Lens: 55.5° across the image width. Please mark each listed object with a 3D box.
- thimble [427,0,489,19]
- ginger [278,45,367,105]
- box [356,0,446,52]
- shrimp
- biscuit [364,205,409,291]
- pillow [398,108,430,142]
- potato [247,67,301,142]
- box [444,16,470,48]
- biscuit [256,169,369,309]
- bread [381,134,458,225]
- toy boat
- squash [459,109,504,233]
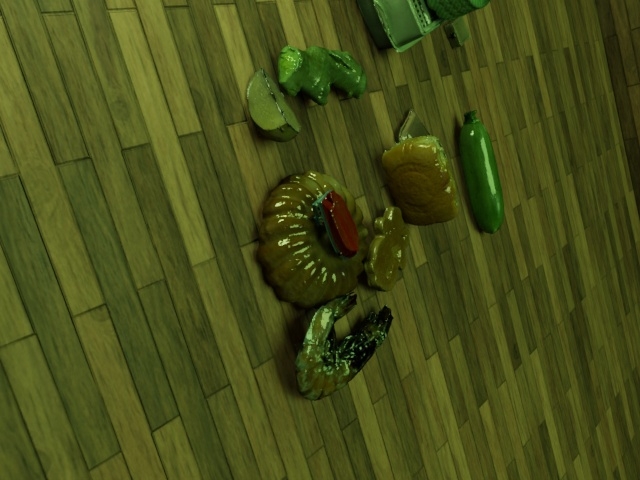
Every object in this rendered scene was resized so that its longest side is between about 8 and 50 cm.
[{"bbox_3d":[0.348,-0.683,1.540,0.219,0.150,0.219,7,80,-46],"label":"thimble"},{"bbox_3d":[0.008,-0.392,1.451,0.290,0.089,0.137,-23,83,-49],"label":"ginger"},{"bbox_3d":[0.240,-0.653,1.652,0.290,0.166,0.220,-44,115,-39],"label":"box"},{"bbox_3d":[0.062,0.217,1.399,0.365,0.071,0.233,-34,128,-41],"label":"shrimp"},{"bbox_3d":[0.171,0.029,1.571,0.184,0.035,0.249,58,42,-39],"label":"biscuit"},{"bbox_3d":[0.293,-0.265,1.754,0.211,0.034,0.135,50,50,-31],"label":"pillow"},{"bbox_3d":[-0.113,-0.275,1.332,0.101,0.089,0.172,28,32,-61],"label":"potato"},{"bbox_3d":[0.437,-0.665,1.943,0.083,0.035,0.079,-45,116,-38],"label":"box"},{"bbox_3d":[0.000,0.000,1.383,0.326,0.107,0.325,7,80,-48],"label":"biscuit"},{"bbox_3d":[0.270,-0.158,1.618,0.121,0.174,0.245,-45,124,-43],"label":"bread"},{"bbox_3d":[0.034,-0.029,1.309,0.069,0.059,0.173,-48,124,-38],"label":"toy boat"},{"bbox_3d":[0.503,-0.208,1.904,0.107,0.107,0.395,-20,100,-45],"label":"squash"}]
